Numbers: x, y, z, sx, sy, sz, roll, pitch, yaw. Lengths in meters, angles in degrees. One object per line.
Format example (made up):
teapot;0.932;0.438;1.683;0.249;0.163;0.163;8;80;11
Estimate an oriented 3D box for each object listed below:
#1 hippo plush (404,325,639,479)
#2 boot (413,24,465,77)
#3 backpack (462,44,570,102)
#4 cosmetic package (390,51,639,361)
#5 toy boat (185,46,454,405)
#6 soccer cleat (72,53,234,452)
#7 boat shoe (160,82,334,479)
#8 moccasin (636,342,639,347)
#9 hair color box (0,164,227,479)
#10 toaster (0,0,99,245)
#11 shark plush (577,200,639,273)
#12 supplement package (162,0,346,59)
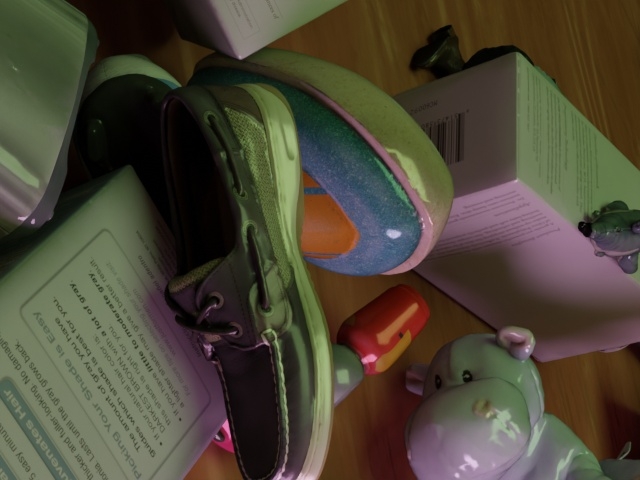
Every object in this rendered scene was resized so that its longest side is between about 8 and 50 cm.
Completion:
hippo plush;0.205;0.192;1.347;0.236;0.234;0.294;61;34;-16
boot;0.152;-0.176;1.649;0.114;0.037;0.106;64;35;-18
backpack;0.226;-0.113;1.625;0.182;0.115;0.152;48;52;-43
cosmetic package;0.218;-0.018;1.511;0.365;0.197;0.155;35;50;-44
toy boat;0.000;0.000;1.185;0.148;0.267;0.318;-39;129;-26
soccer cleat;-0.092;0.005;1.122;0.143;0.116;0.331;-111;-179;-68
boat shoe;-0.059;0.030;0.970;0.092;0.103;0.285;2;77;-36
moccasin;0.490;0.095;1.897;0.380;0.147;0.139;44;41;-35
hair color box;-0.197;0.125;0.901;0.185;0.113;0.374;60;33;-16
toaster;-0.240;-0.107;0.944;0.146;0.129;0.227;38;46;-37
shark plush;0.290;-0.019;1.382;0.161;0.067;0.073;17;65;-50
supplement package;-0.004;-0.297;1.174;0.293;0.175;0.177;-30;111;-12
